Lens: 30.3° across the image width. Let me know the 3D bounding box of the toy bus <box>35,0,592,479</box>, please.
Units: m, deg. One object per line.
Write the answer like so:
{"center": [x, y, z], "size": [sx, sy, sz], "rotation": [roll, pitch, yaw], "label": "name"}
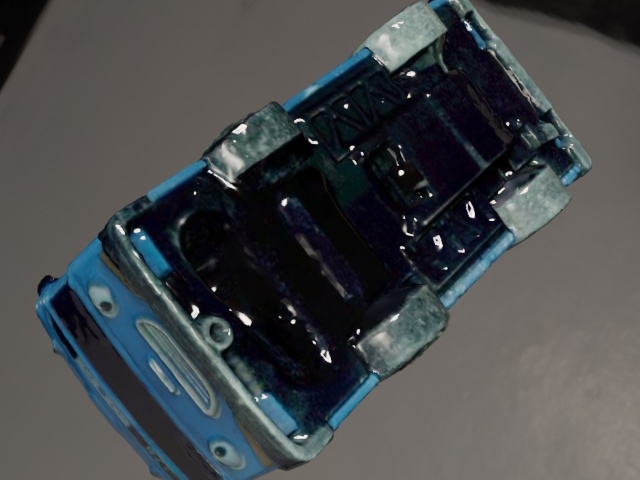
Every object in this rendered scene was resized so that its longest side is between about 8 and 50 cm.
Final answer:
{"center": [0.000, 0.000, 0.391], "size": [0.090, 0.184, 0.106], "rotation": [53, -43, -3], "label": "toy bus"}
